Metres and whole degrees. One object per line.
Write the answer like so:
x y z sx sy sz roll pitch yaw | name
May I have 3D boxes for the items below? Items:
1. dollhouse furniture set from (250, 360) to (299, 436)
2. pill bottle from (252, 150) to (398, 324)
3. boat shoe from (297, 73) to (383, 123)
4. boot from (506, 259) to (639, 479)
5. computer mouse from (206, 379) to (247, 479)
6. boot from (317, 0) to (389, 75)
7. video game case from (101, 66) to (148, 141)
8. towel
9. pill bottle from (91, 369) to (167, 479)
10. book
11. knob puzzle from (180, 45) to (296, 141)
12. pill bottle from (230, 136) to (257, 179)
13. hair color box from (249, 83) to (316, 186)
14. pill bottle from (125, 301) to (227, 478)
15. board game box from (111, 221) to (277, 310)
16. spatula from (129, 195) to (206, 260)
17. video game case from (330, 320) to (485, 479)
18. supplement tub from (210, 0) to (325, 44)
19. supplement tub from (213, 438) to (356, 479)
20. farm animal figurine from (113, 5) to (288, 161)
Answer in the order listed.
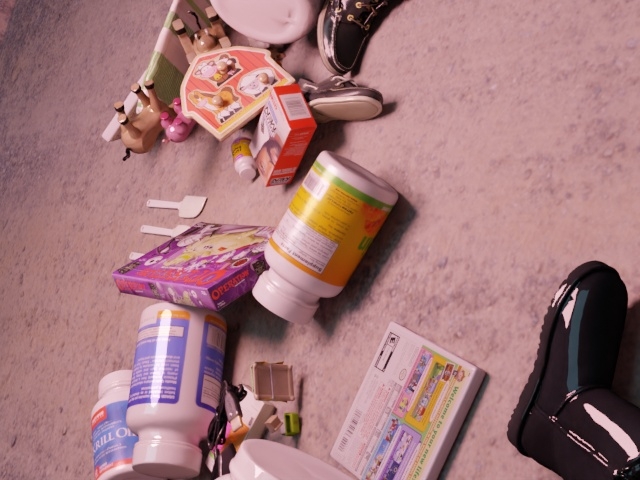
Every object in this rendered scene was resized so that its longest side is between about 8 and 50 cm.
-0.080 0.261 1.571 0.058 0.076 0.151 -26 64 49 | dollhouse furniture set
0.000 0.000 1.570 0.245 0.136 0.136 -59 36 12 | pill bottle
0.025 -0.243 1.721 0.233 0.084 0.079 8 78 57 | boat shoe
0.314 0.166 1.096 0.207 0.094 0.246 35 106 58 | boot
-0.121 0.337 1.520 0.262 0.060 0.184 -100 21 -46 | computer mouse
0.090 -0.399 1.724 0.179 0.085 0.236 -3 70 49 | boot
-0.349 -0.312 2.189 0.227 0.026 0.206 -50 -5 22 | video game case
-0.269 -0.380 2.091 0.038 0.248 0.324 21 87 14 | towel
-0.344 0.345 1.837 0.124 0.124 0.221 -45 40 28 | pill bottle
-0.133 0.312 1.661 0.096 0.035 0.144 26 92 58 | book
-0.166 -0.280 1.809 0.213 0.030 0.213 -8 55 11 | knob puzzle
-0.141 -0.151 1.920 0.043 0.043 0.083 -44 41 29 | pill bottle
-0.066 -0.176 1.756 0.093 0.053 0.167 67 153 25 | hair color box
-0.244 0.253 1.734 0.152 0.152 0.272 -23 53 45 | pill bottle
-0.194 0.037 1.774 0.208 0.056 0.347 -37 23 -29 | board game box
-0.321 -0.015 2.104 0.242 0.019 0.168 6 76 54 | spatula
0.112 0.236 1.388 0.193 0.023 0.212 26 91 55 | video game case
-0.054 -0.536 1.850 0.207 0.207 0.338 -18 42 47 | supplement tub
-0.079 0.450 1.329 0.241 0.241 0.331 29 94 55 | supplement tub
-0.210 -0.285 1.950 0.330 0.172 0.326 -9 55 8 | farm animal figurine
